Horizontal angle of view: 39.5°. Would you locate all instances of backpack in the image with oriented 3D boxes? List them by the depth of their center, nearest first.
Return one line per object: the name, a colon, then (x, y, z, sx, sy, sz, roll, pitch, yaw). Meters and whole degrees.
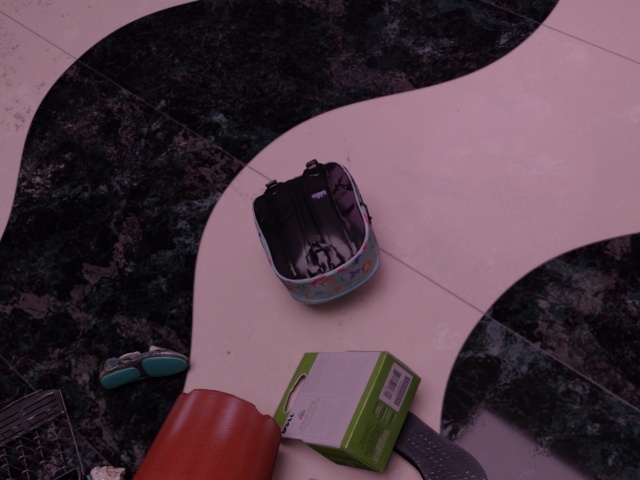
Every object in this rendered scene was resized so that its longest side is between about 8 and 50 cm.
backpack: (0.000, 0.000, 1.749, 0.225, 0.191, 0.253, -25, 48, 4)

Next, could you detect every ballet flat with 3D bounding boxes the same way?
ballet flat: (-0.358, 0.509, 1.605, 0.077, 0.091, 0.241, -12, 56, -23)
ballet flat: (-0.353, 0.242, 1.783, 0.188, 0.070, 0.070, -13, 56, 5)

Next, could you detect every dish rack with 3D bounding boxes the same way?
dish rack: (-0.569, 0.417, 1.728, 0.208, 0.074, 0.271, -27, 55, -2)

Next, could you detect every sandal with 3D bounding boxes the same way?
sandal: (0.201, 0.384, 1.536, 0.097, 0.054, 0.254, -33, 45, -14)

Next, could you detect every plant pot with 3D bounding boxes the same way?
plant pot: (-0.199, 0.416, 1.517, 0.272, 0.272, 0.265, 6, 53, 20)

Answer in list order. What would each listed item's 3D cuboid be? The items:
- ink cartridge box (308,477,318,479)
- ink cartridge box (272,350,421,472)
ink cartridge box: (-0.012, 0.533, 1.453, 0.275, 0.060, 0.239, -54, 21, -23)
ink cartridge box: (0.036, 0.302, 1.616, 0.255, 0.097, 0.189, -9, 48, 54)
